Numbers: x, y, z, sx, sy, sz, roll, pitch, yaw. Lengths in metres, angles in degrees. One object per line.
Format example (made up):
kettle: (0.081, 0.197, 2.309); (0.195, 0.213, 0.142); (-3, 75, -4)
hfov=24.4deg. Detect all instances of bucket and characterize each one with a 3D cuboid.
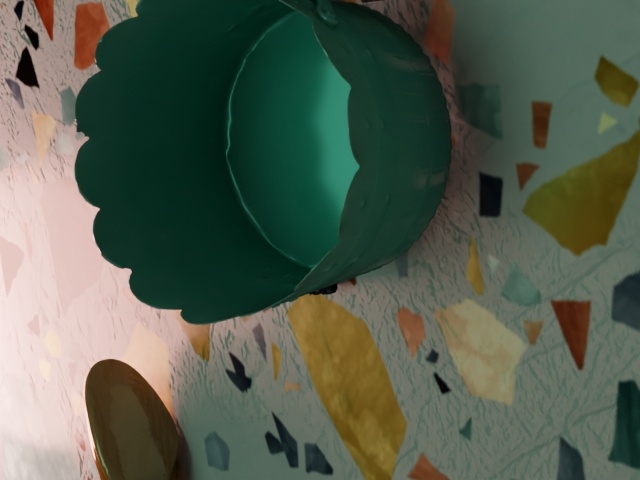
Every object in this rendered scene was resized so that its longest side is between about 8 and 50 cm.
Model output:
bucket: (-0.042, -0.077, 1.194); (0.281, 0.183, 0.281); (5, 99, 33)

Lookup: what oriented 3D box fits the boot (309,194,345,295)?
boot: (0.000, 0.000, 1.335); (0.121, 0.045, 0.099); (8, 107, 54)

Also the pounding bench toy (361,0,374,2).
pounding bench toy: (0.047, -0.228, 1.172); (0.052, 0.083, 0.065); (-18, 86, 53)

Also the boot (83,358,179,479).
boot: (-0.228, 0.297, 1.671); (0.211, 0.104, 0.295); (-36, 76, 51)

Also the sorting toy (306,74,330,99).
sorting toy: (-0.007, -0.122, 1.308); (0.061, 0.042, 0.102); (56, 139, 25)
